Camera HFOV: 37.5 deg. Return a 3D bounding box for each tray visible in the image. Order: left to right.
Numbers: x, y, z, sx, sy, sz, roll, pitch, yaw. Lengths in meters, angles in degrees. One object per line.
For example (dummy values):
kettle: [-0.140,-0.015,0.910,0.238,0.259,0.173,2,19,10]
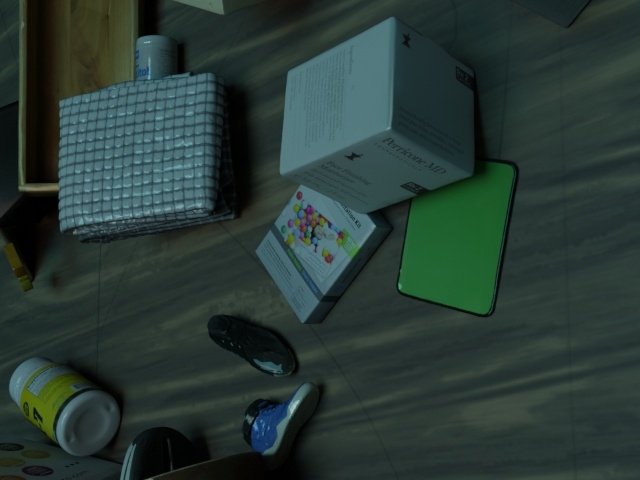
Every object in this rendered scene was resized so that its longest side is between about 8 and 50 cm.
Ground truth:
tray: [-0.403,-0.284,1.609,0.202,0.076,0.411,-1,85,1]

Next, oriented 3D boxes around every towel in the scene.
towel: [-0.263,-0.126,1.458,0.283,0.121,0.235,-8,72,18]

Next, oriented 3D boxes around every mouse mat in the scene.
mouse mat: [0.164,-0.011,1.159,0.152,0.007,0.190,14,98,44]

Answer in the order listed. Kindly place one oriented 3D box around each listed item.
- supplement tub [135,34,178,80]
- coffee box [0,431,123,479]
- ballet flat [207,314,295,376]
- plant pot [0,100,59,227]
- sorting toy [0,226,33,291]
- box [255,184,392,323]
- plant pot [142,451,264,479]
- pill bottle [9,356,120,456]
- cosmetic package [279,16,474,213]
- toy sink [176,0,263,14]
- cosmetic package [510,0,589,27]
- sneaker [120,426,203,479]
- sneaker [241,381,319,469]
supplement tub: [-0.270,-0.277,1.556,0.071,0.071,0.107,-8,82,44]
coffee box: [-0.560,0.528,1.528,0.334,0.337,0.338,9,94,22]
ballet flat: [-0.098,0.153,1.387,0.173,0.049,0.057,25,77,37]
plant pot: [-0.545,-0.151,1.713,0.167,0.187,0.188,-40,89,7]
sorting toy: [-0.600,-0.020,1.818,0.307,0.041,0.229,56,162,31]
box: [0.000,0.000,1.296,0.186,0.038,0.145,-53,55,27]
plant pot: [-0.152,0.423,1.246,0.215,0.215,0.230,-31,68,39]
pill bottle: [-0.456,0.286,1.664,0.208,0.119,0.119,21,101,44]
cosmetic package: [0.069,-0.144,1.139,0.183,0.151,0.151,-19,59,43]
toy sink: [-0.097,-0.418,1.338,0.152,0.234,0.131,26,135,41]
cosmetic package: [0.185,-0.370,1.011,0.138,0.224,0.224,-53,55,28]
sneaker: [-0.298,0.514,1.458,0.257,0.169,0.448,-9,83,42]
sneaker: [-0.063,0.241,1.326,0.084,0.058,0.152,41,121,29]
